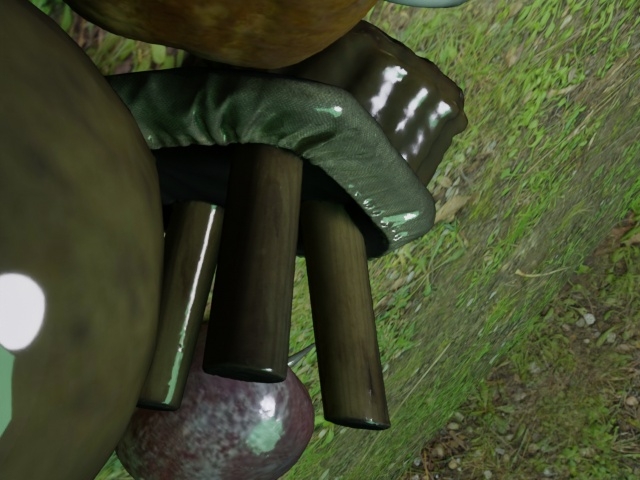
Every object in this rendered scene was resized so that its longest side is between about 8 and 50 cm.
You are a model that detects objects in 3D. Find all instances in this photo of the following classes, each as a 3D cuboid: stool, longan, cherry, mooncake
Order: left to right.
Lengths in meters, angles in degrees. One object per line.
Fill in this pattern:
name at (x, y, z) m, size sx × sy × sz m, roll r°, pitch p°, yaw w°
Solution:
longan at (-0.279, 0.015, 0.521) m, size 0.404 × 0.405 × 0.336 m, roll -33°, pitch -179°, yaw -29°
stool at (-0.083, 0.021, 0.801) m, size 0.310 × 0.310 × 0.226 m, roll 38°, pitch 55°, yaw -61°
cherry at (-0.113, 0.209, 1.181) m, size 0.285 × 0.213 × 0.236 m, roll -32°, pitch 142°, yaw -13°
mooncake at (0.028, -0.140, 0.915) m, size 0.124 × 0.228 × 0.228 m, roll -60°, pitch 154°, yaw -2°

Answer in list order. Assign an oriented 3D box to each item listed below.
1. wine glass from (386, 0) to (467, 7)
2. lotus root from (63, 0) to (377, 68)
wine glass at (0.080, -0.284, 0.919) m, size 0.204 × 0.111 × 0.111 m, roll -1°, pitch 127°, yaw -55°
lotus root at (-0.075, -0.260, 0.599) m, size 0.316 × 0.316 × 0.250 m, roll -35°, pitch 169°, yaw -26°
